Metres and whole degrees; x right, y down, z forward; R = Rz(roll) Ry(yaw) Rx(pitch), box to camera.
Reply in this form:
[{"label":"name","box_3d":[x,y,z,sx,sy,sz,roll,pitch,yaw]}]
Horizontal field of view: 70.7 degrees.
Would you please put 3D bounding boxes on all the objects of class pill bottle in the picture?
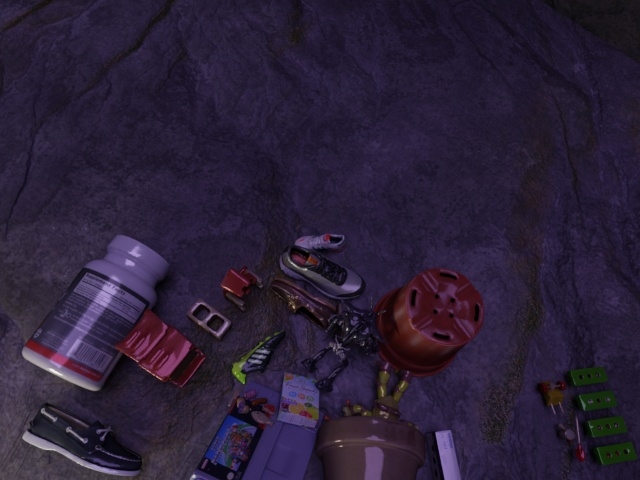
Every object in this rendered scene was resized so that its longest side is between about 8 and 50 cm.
[{"label":"pill bottle","box_3d":[-0.563,0.181,1.177,0.210,0.210,0.363,24,65,5]}]

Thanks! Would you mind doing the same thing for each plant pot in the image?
[{"label":"plant pot","box_3d":[0.294,0.211,1.218,0.273,0.265,0.272,2,65,-5]},{"label":"plant pot","box_3d":[0.111,0.554,1.015,0.263,0.263,0.229,8,48,-2]}]

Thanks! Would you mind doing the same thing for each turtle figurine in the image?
[{"label":"turtle figurine","box_3d":[0.159,0.435,1.194,0.270,0.087,0.217,20,64,-1]}]

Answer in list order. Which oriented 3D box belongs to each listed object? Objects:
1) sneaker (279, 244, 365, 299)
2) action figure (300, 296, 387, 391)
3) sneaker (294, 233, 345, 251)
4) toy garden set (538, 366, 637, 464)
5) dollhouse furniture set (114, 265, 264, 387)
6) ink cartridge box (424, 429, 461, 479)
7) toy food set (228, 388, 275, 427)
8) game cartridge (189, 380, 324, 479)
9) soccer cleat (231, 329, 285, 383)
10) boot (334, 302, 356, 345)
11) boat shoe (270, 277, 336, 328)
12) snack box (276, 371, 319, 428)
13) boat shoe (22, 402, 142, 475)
[{"label":"sneaker","box_3d":[0.005,0.093,1.331,0.272,0.108,0.100,22,63,3]},{"label":"action figure","box_3d":[0.073,0.265,1.208,0.164,0.141,0.275,44,100,13]},{"label":"sneaker","box_3d":[0.000,0.000,1.389,0.161,0.075,0.057,0,65,-6]},{"label":"toy garden set","box_3d":[0.729,0.489,1.256,0.204,0.049,0.244,-4,67,-9]},{"label":"dollhouse furniture set","box_3d":[-0.325,0.192,1.200,0.152,0.201,0.374,34,67,10]},{"label":"ink cartridge box","box_3d":[0.317,0.592,1.137,0.046,0.097,0.207,-4,66,-6]},{"label":"toy food set","box_3d":[-0.162,0.406,1.119,0.122,0.019,0.078,22,29,3]},{"label":"game cartridge","box_3d":[-0.142,0.501,1.052,0.230,0.068,0.355,26,30,2]},{"label":"soccer cleat","box_3d":[-0.160,0.319,1.242,0.179,0.060,0.072,-37,84,-13]},{"label":"boot","box_3d":[0.085,0.245,1.308,0.087,0.042,0.118,9,67,-7]},{"label":"boat shoe","box_3d":[-0.058,0.180,1.302,0.207,0.073,0.073,27,64,7]},{"label":"snack box","box_3d":[-0.055,0.411,1.167,0.100,0.037,0.141,17,23,-6]},{"label":"boat shoe","box_3d":[-0.564,0.481,1.092,0.303,0.114,0.091,18,71,2]}]
